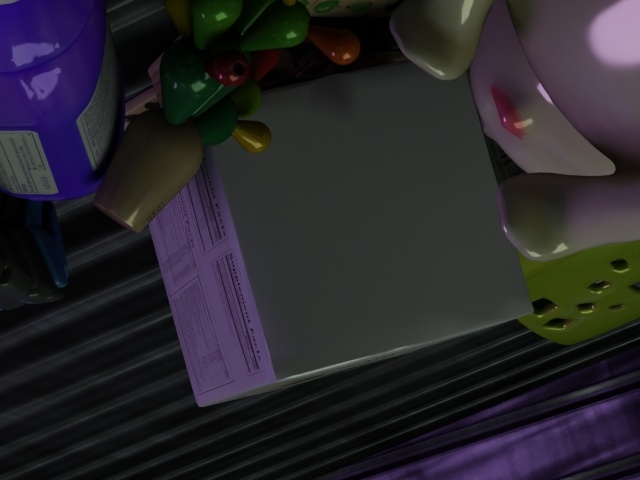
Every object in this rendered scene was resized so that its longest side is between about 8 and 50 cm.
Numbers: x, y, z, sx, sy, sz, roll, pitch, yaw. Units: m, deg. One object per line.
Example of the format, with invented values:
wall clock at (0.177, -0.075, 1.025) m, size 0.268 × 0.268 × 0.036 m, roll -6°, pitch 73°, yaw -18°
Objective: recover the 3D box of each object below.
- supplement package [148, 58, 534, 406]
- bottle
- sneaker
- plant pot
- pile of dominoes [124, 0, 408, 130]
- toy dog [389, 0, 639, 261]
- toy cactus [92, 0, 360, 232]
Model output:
supplement package at (0.000, 0.000, 1.313) m, size 0.199 × 0.198 × 0.262 m, roll -14°, pitch 175°, yaw -17°
bottle at (-0.163, -0.111, 0.968) m, size 0.092 × 0.118 × 0.283 m, roll 0°, pitch 165°, yaw -1°
sneaker at (-0.269, -0.003, 1.060) m, size 0.139 × 0.125 × 0.341 m, roll -18°, pitch 162°, yaw 9°
plant pot at (0.204, -0.065, 1.399) m, size 0.227 × 0.228 × 0.207 m, roll -29°, pitch 155°, yaw 31°
pile of dominoes at (-0.012, -0.118, 1.288) m, size 0.251 × 0.040 × 0.196 m, roll -5°, pitch 158°, yaw -40°
toy dog at (0.222, -0.164, 1.038) m, size 0.395 × 0.284 × 0.408 m, roll -43°, pitch 180°, yaw -21°
toy cactus at (-0.065, -0.082, 1.056) m, size 0.180 × 0.112 × 0.219 m, roll -57°, pitch -176°, yaw -7°
